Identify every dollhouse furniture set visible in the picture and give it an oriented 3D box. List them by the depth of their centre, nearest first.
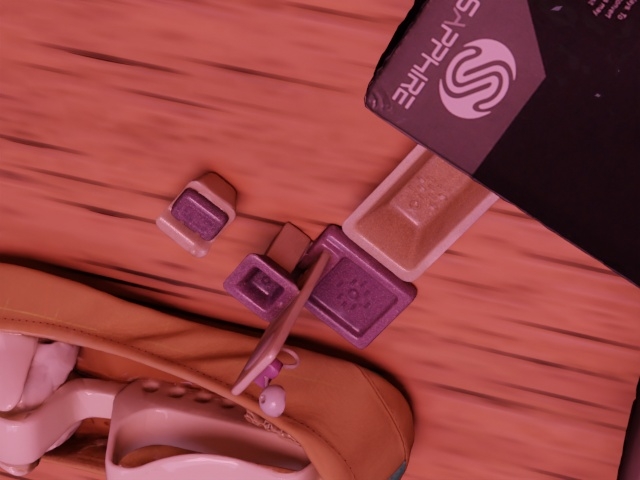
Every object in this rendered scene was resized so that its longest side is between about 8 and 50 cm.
[{"bbox_3d":[0.000,0.000,0.654,0.091,0.081,0.114,39,127,-7],"label":"dollhouse furniture set"}]

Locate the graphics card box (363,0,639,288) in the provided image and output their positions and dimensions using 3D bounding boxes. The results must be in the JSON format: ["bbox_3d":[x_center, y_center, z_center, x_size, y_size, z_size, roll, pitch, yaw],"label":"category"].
[{"bbox_3d":[0.224,-0.034,0.536,0.371,0.094,0.233,32,128,-2],"label":"graphics card box"}]

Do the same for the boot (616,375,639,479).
[{"bbox_3d":[0.236,0.194,0.655,0.284,0.138,0.377,5,128,20],"label":"boot"}]

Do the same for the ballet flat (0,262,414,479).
[{"bbox_3d":[-0.082,0.060,0.732,0.232,0.073,0.080,9,125,16],"label":"ballet flat"}]
